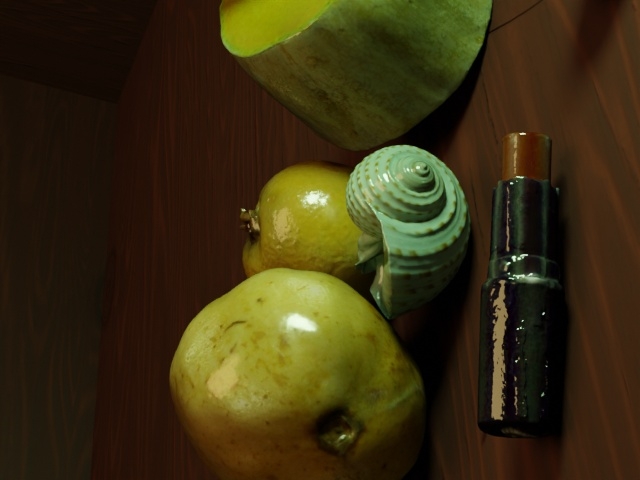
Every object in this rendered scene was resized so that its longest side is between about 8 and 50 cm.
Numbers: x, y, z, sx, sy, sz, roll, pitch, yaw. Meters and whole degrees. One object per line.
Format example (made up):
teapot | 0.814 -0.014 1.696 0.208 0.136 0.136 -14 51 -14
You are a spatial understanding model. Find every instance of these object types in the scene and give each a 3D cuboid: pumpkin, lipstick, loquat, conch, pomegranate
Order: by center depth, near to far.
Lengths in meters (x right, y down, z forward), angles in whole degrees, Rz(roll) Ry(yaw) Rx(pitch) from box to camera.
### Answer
lipstick | 0.191 0.038 1.203 0.081 0.081 0.299 146 133 -64
pomegranate | -0.020 0.175 1.421 0.307 0.307 0.307 -167 90 -71
conch | 0.103 -0.013 1.427 0.200 0.131 0.172 81 166 -60
pumpkin | 0.030 -0.292 1.564 0.332 0.199 0.332 -22 55 35
loquat | 0.000 0.000 1.600 0.208 0.208 0.208 -167 90 -71
